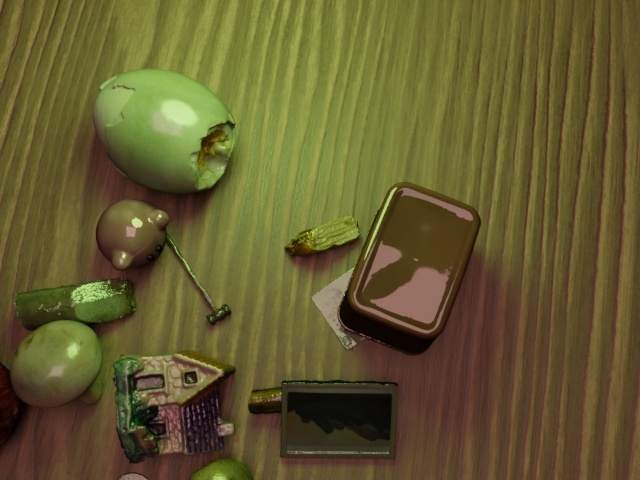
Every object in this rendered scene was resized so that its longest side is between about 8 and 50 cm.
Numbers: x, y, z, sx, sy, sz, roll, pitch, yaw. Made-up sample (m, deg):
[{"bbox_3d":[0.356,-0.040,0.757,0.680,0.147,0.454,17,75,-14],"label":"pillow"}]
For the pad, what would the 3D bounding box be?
[{"bbox_3d":[0.127,0.128,1.731,0.265,0.009,0.159,-34,79,-8],"label":"pad"}]

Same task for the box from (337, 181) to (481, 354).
[{"bbox_3d":[0.202,0.063,1.629,0.239,0.229,0.339,21,76,5],"label":"box"}]

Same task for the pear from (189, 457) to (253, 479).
[{"bbox_3d":[-0.225,0.559,1.555,0.167,0.167,0.136,-37,63,-8],"label":"pear"}]

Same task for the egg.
[{"bbox_3d":[-0.380,-0.263,1.682,0.336,0.278,0.278,22,78,10],"label":"egg"}]

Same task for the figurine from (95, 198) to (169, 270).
[{"bbox_3d":[-0.442,-0.015,1.679,0.173,0.173,0.173,0,77,0],"label":"figurine"}]

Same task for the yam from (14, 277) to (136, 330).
[{"bbox_3d":[-0.574,0.151,1.676,0.259,0.106,0.106,-9,77,-1],"label":"yam"}]

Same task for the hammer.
[{"bbox_3d":[-0.317,0.073,1.734,0.058,0.029,0.292,-33,78,-9],"label":"hammer"}]

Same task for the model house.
[{"bbox_3d":[-0.310,0.355,1.575,0.238,0.202,0.236,-7,77,-1],"label":"model house"}]

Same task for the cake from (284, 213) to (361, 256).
[{"bbox_3d":[0.002,0.004,1.746,0.185,0.116,0.079,-26,82,-38],"label":"cake"}]

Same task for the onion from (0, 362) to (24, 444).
[{"bbox_3d":[-0.789,0.363,1.563,0.252,0.219,0.252,0,87,0],"label":"onion"}]

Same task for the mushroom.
[{"bbox_3d":[-0.572,0.293,1.598,0.207,0.215,0.207,-16,45,16],"label":"mushroom"}]

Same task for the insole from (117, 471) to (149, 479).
[{"bbox_3d":[-0.366,0.684,1.597,0.119,0.009,0.348,-26,78,-7],"label":"insole"}]

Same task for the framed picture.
[{"bbox_3d":[0.041,0.408,1.617,0.266,0.018,0.192,0,104,0],"label":"framed picture"}]

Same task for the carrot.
[{"bbox_3d":[-0.038,0.365,1.648,0.260,0.070,0.070,-6,77,1],"label":"carrot"}]
